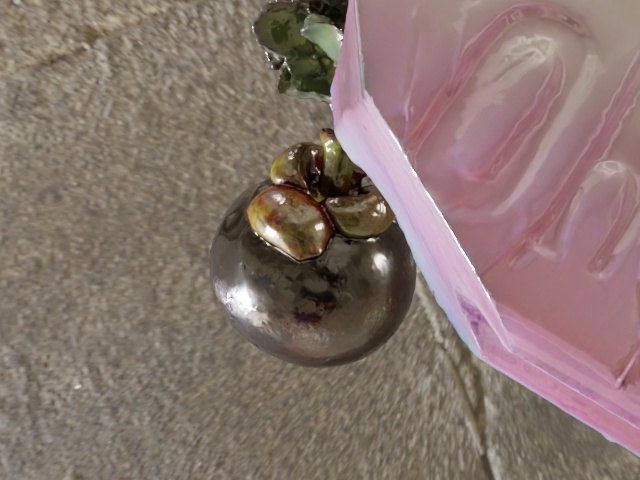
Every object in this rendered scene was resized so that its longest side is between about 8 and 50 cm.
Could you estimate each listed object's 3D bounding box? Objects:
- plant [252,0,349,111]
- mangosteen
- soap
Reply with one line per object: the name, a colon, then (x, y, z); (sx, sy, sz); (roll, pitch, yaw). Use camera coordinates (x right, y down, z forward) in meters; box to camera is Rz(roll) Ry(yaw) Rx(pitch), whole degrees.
plant: (0.012, -0.200, 1.186); (0.142, 0.203, 0.131); (33, 123, -11)
mangosteen: (0.000, 0.000, 1.236); (0.211, 0.211, 0.250); (20, 122, 7)
soap: (0.146, -0.018, 0.585); (0.324, 0.109, 0.193); (32, 81, 10)
